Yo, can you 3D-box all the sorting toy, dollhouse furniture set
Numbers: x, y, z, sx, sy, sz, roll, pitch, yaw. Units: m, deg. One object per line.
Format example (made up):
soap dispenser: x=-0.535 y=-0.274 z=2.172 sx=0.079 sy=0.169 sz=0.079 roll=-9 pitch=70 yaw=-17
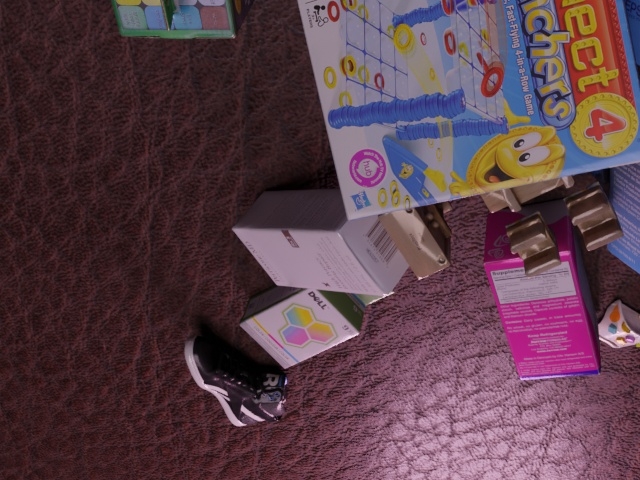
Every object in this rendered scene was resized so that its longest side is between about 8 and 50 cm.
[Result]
sorting toy: x=0.427 y=0.130 z=1.227 sx=0.083 sy=0.045 sz=0.075 roll=29 pitch=149 yaw=-11
dollhouse furniture set: x=0.200 y=-0.079 z=1.031 sx=0.242 sy=0.161 sz=0.212 roll=-26 pitch=113 yaw=21

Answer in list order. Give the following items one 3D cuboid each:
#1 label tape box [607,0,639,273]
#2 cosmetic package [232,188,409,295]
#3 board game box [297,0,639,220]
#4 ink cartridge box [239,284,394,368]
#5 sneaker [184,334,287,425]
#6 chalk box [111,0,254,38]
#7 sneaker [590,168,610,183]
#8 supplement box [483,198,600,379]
label tape box: x=0.423 y=-0.080 z=0.902 sx=0.115 sy=0.249 sz=0.348 roll=-22 pitch=128 yaw=-15
cosmetic package: x=0.000 y=0.000 z=1.123 sx=0.231 sy=0.085 sz=0.117 roll=-1 pitch=134 yaw=52
board game box: x=0.144 y=-0.198 z=0.858 sx=0.301 sy=0.086 sz=0.308 roll=-12 pitch=95 yaw=22
ink cartridge box: x=-0.007 y=0.102 z=1.289 sx=0.209 sy=0.062 sz=0.109 roll=-29 pitch=117 yaw=31
sneaker: x=-0.122 y=0.217 z=1.411 sx=0.121 sy=0.079 sz=0.217 roll=-13 pitch=133 yaw=19
chalk box: x=-0.144 y=-0.292 z=0.894 sx=0.132 sy=0.213 sz=0.132 roll=4 pitch=130 yaw=11
sneaker: x=0.307 y=-0.156 z=1.006 sx=0.082 sy=0.069 sz=0.209 roll=25 pitch=154 yaw=42
supplement box: x=0.297 y=0.069 z=1.154 sx=0.113 sy=0.111 sz=0.220 roll=-8 pitch=126 yaw=21
